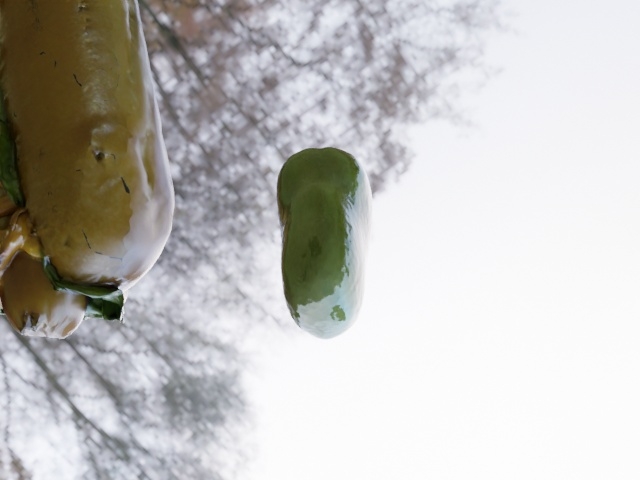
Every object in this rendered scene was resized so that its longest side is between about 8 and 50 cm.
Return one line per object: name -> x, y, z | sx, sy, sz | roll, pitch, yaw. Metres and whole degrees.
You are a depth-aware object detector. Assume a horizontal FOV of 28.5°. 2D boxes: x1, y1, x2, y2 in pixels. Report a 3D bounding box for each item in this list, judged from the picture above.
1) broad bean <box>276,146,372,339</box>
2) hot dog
broad bean -> 0.000, 0.000, 1.047 | 0.082, 0.124, 0.174 | -1, -125, 11
hot dog -> -0.082, -0.059, 0.350 | 0.072, 0.055, 0.188 | -52, -134, 49
